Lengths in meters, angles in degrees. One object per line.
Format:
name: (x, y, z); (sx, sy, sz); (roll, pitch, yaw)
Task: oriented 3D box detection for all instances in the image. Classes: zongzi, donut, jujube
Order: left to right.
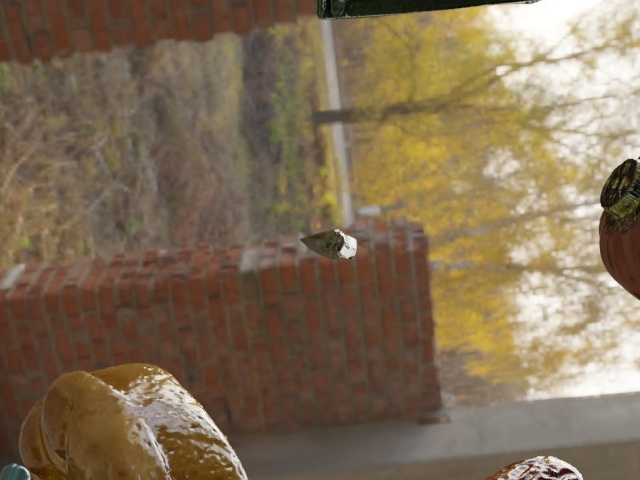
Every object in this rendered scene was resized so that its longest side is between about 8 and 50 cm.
donut: (-0.190, 0.279, 1.076); (0.299, 0.150, 0.317); (-21, -94, 51)
zongzi: (0.000, 0.000, 1.861); (0.104, 0.113, 0.052); (40, 65, -70)
jujube: (0.337, 0.449, 1.698); (0.250, 0.174, 0.174); (-5, 89, -43)

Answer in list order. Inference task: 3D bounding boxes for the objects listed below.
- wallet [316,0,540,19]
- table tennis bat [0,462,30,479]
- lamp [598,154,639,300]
wallet: (0.107, -0.270, 0.867); (0.055, 0.236, 0.160); (-149, -128, -61)
table tennis bat: (-0.373, 0.339, 1.171); (0.201, 0.033, 0.124); (-79, 157, -47)
lamp: (0.445, -0.025, 1.290); (0.223, 0.196, 0.223); (-56, -167, 20)
